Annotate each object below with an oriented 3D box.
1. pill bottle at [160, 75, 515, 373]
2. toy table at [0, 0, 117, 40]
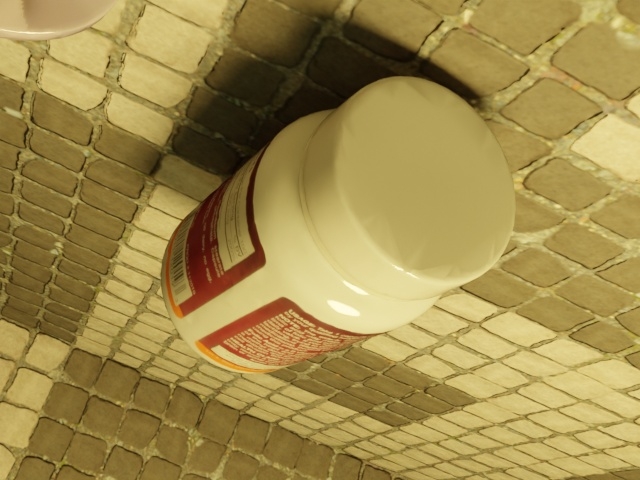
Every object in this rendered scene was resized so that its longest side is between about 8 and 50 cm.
[{"bbox_3d":[0.000,0.000,0.870,0.224,0.224,0.392,28,152,-19],"label":"pill bottle"},{"bbox_3d":[-0.241,-0.250,0.556,0.274,0.252,0.161,18,172,-27],"label":"toy table"}]
